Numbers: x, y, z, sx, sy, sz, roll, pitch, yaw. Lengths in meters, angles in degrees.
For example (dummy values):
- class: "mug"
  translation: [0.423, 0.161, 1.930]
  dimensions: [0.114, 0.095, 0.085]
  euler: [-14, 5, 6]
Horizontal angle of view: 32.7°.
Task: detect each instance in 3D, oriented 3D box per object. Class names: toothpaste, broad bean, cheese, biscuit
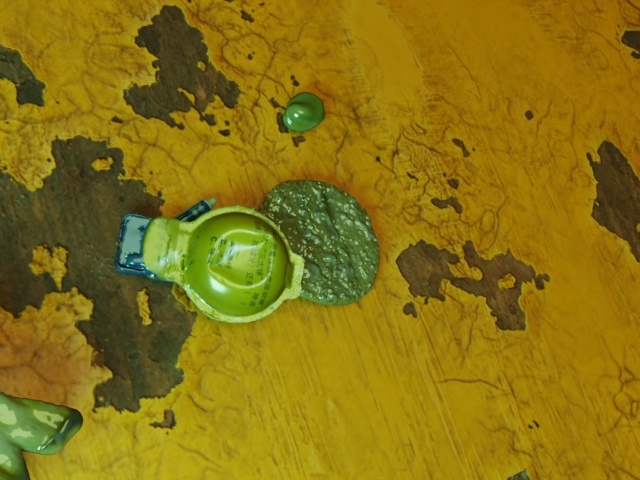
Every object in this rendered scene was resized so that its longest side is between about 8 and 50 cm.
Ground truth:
- class: "toothpaste"
  translation: [-0.202, -0.025, 1.583]
  dimensions: [0.140, 0.021, 0.037]
  euler: [-38, 92, -33]
- class: "broad bean"
  translation: [-0.025, -0.208, 1.762]
  dimensions: [0.063, 0.045, 0.083]
  euler: [37, 45, 7]
- class: "cheese"
  translation: [-0.153, 0.025, 1.549]
  dimensions: [0.270, 0.069, 0.177]
  euler: [12, 71, -16]
- class: "biscuit"
  translation: [-0.387, 0.195, 1.209]
  dimensions: [0.208, 0.047, 0.164]
  euler: [38, 44, -4]
- class: "biscuit"
  translation: [-0.001, 0.000, 1.675]
  dimensions: [0.219, 0.033, 0.220]
  euler: [13, 61, -25]

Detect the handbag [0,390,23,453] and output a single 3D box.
- class: "handbag"
  translation: [-0.433, 0.246, 1.259]
  dimensions: [0.179, 0.116, 0.205]
  euler: [0, 65, -29]
